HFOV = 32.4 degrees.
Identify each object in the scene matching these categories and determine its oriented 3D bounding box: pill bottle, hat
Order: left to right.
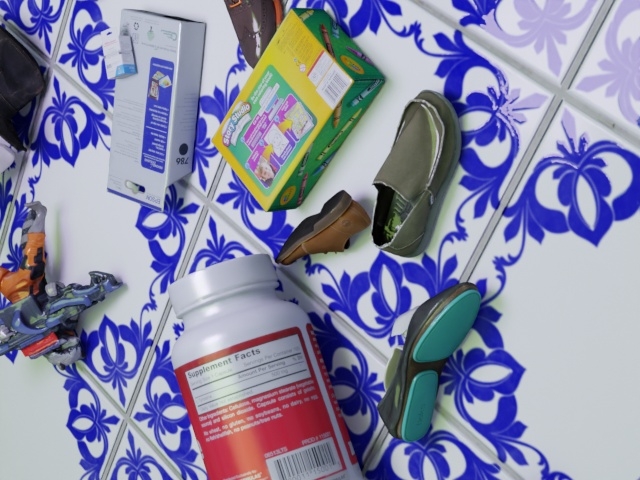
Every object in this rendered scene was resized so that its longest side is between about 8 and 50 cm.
[{"bbox_3d":[-0.628,-0.338,2.148,0.331,0.134,0.331,56,173,11],"label":"hat"},{"bbox_3d":[-0.097,0.239,1.717,0.229,0.229,0.407,-26,79,41],"label":"pill bottle"}]

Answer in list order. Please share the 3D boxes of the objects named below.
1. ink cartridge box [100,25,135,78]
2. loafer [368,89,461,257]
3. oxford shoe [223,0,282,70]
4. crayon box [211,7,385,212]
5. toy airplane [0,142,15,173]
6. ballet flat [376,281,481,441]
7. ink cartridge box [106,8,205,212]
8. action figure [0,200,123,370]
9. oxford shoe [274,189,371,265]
[{"bbox_3d":[-0.351,-0.325,1.905,0.048,0.028,0.083,-9,90,42],"label":"ink cartridge box"},{"bbox_3d":[0.129,-0.089,1.560,0.094,0.087,0.251,23,111,37],"label":"loafer"},{"bbox_3d":[-0.134,-0.395,1.737,0.097,0.098,0.271,-18,85,42],"label":"oxford shoe"},{"bbox_3d":[-0.041,-0.198,1.697,0.165,0.081,0.278,52,126,23],"label":"crayon box"},{"bbox_3d":[-0.776,-0.237,2.145,0.386,0.384,0.272,47,124,24],"label":"toy airplane"},{"bbox_3d":[0.140,0.162,1.591,0.096,0.095,0.280,44,123,42],"label":"ballet flat"},{"bbox_3d":[-0.291,-0.229,1.927,0.165,0.065,0.332,21,108,38],"label":"ink cartridge box"},{"bbox_3d":[-0.530,0.089,2.164,0.341,0.178,0.330,-18,91,14],"label":"action figure"},{"bbox_3d":[0.000,0.000,1.706,0.076,0.076,0.212,38,143,-16],"label":"oxford shoe"}]
